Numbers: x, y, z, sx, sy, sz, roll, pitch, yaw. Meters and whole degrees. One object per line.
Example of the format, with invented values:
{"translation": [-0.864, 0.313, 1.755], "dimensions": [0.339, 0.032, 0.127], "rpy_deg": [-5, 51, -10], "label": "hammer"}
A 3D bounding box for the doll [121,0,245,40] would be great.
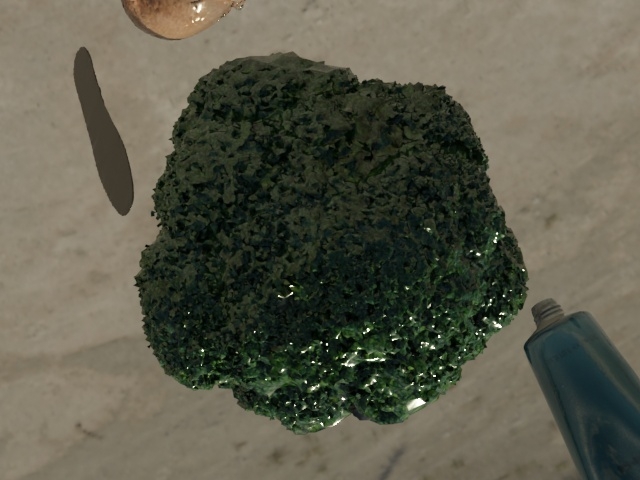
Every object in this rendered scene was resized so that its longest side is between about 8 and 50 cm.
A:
{"translation": [-0.231, -0.358, 1.352], "dimensions": [0.303, 0.156, 0.201], "rpy_deg": [30, 161, -35], "label": "doll"}

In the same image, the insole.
{"translation": [-0.247, -0.123, 1.301], "dimensions": [0.003, 0.232, 0.080], "rpy_deg": [-3, 146, -32], "label": "insole"}

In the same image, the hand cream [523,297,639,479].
{"translation": [0.189, 0.136, 0.714], "dimensions": [0.083, 0.224, 0.048], "rpy_deg": [-40, 156, 30], "label": "hand cream"}

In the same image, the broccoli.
{"translation": [0.000, 0.000, 0.908], "dimensions": [0.308, 0.275, 0.308], "rpy_deg": [-1, 99, -4], "label": "broccoli"}
